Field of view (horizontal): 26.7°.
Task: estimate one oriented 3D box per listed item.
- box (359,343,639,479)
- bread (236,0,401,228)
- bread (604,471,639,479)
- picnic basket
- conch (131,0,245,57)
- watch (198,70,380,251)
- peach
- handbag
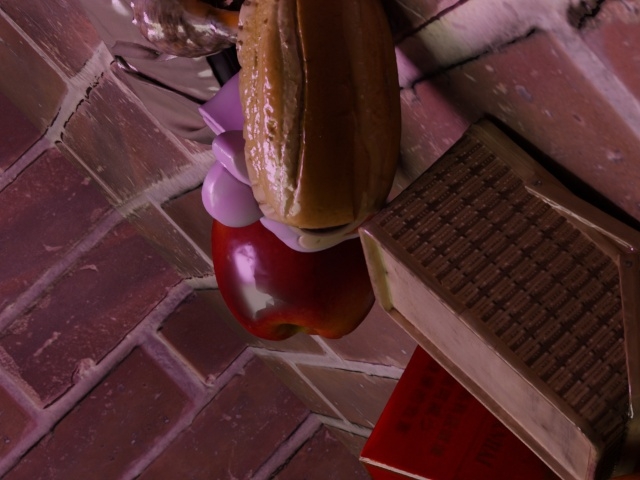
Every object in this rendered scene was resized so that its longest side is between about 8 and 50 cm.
[{"bbox_3d":[0.223,0.207,1.410,0.313,0.197,0.089,13,149,33],"label":"box"},{"bbox_3d":[0.000,-0.131,1.228,0.106,0.140,0.236,14,111,62],"label":"bread"},{"bbox_3d":[0.370,0.222,1.096,0.380,0.109,0.185,-23,158,40],"label":"bread"},{"bbox_3d":[0.210,0.066,1.268,0.313,0.175,0.228,44,168,22],"label":"picnic basket"},{"bbox_3d":[-0.111,-0.250,1.357,0.207,0.130,0.155,19,168,32],"label":"conch"},{"bbox_3d":[-0.053,-0.111,1.515,0.217,0.211,0.248,44,179,44],"label":"watch"},{"bbox_3d":[-0.023,0.010,1.724,0.243,0.243,0.199,48,151,-13],"label":"peach"},{"bbox_3d":[-0.185,-0.231,1.689,0.253,0.109,0.316,26,152,45],"label":"handbag"}]
